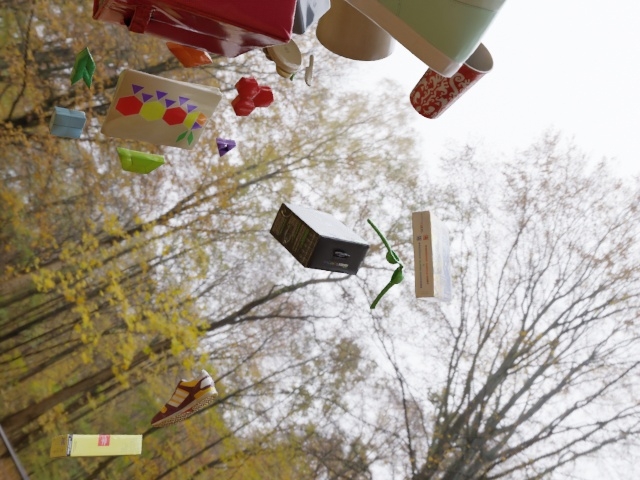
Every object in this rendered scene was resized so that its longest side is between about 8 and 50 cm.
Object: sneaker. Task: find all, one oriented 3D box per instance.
[{"bbox_3d":[-0.359,0.410,1.262,0.084,0.185,0.069,59,-5,25],"label":"sneaker"},{"bbox_3d":[0.074,-0.287,0.453,0.256,0.094,0.151,28,-59,-20],"label":"sneaker"}]

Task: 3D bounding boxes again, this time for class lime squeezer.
[{"bbox_3d":[0.203,0.073,1.501,0.110,0.059,0.310,6,-63,23],"label":"lime squeezer"}]

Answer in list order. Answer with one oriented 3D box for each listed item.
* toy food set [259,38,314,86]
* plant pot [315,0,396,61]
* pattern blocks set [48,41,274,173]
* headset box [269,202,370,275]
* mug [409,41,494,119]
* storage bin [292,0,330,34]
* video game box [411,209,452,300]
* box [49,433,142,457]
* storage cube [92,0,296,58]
[{"bbox_3d":[-0.103,-0.500,1.316,0.038,0.192,0.132,-23,-129,43],"label":"toy food set"},{"bbox_3d":[0.131,-0.716,1.420,0.256,0.256,0.274,46,-33,23],"label":"plant pot"},{"bbox_3d":[-0.266,-0.219,0.833,0.285,0.325,0.026,-42,-121,28],"label":"pattern blocks set"},{"bbox_3d":[0.000,0.000,1.735,0.283,0.246,0.131,42,-67,47],"label":"headset box"},{"bbox_3d":[0.295,-0.357,1.085,0.169,0.150,0.113,-46,-119,53],"label":"mug"},{"bbox_3d":[-0.041,-0.445,0.889,0.098,0.135,0.091,21,-32,24],"label":"storage bin"},{"bbox_3d":[0.258,0.043,1.114,0.048,0.205,0.187,-8,-102,24],"label":"video game box"},{"bbox_3d":[-0.635,0.588,1.397,0.087,0.232,0.058,-20,-120,32],"label":"box"},{"bbox_3d":[-0.144,-0.338,0.573,0.183,0.193,0.215,20,-76,56],"label":"storage cube"}]
